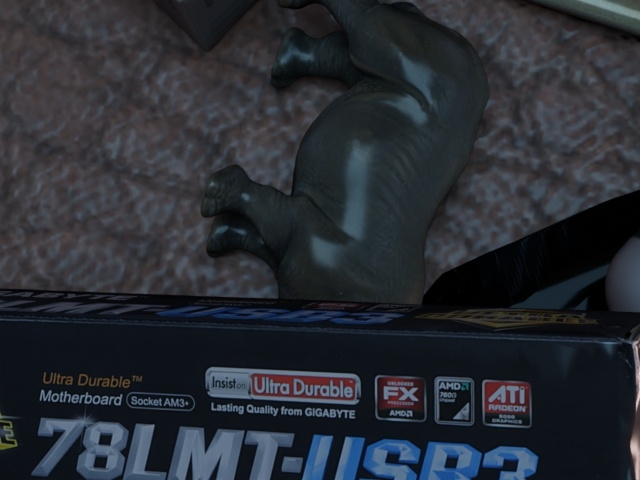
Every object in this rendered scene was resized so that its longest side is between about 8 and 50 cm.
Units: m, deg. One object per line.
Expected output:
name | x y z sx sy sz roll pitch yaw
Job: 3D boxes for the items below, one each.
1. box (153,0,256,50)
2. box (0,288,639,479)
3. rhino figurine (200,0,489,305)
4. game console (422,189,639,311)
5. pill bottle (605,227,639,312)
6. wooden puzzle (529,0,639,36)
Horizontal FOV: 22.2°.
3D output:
box | -0.053 -0.160 0.754 0.087 0.102 0.101 44 87 6
box | -0.026 0.168 0.588 0.295 0.073 0.293 0 95 19
rhino figurine | 0.000 0.000 0.741 0.106 0.073 0.243 19 84 9
game console | 0.195 0.149 0.722 0.213 0.044 0.361 -22 79 0
pill bottle | 0.216 0.020 0.635 0.283 0.161 0.161 -42 81 1
wooden puzzle | 0.240 -0.236 0.761 0.347 0.080 0.322 20 82 6
